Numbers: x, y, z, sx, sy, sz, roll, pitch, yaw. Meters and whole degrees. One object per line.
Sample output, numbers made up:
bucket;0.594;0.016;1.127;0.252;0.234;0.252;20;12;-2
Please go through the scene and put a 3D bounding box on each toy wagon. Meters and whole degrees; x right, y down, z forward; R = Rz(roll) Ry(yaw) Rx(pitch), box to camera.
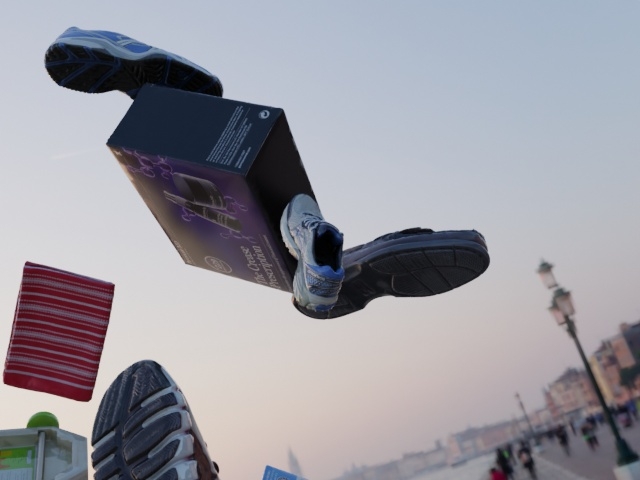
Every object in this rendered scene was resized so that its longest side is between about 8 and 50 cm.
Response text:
toy wagon;-0.545;0.362;1.315;0.344;0.068;0.267;-2;13;-16

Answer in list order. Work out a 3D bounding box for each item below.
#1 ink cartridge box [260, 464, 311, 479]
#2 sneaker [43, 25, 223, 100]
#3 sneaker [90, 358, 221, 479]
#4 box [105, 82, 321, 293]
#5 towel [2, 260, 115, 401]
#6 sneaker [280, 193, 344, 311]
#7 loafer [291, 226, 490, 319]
ink cartridge box;-0.006;0.472;1.220;0.233;0.168;0.171;19;13;0
sneaker;-0.217;-0.211;1.004;0.211;0.081;0.080;15;-53;-18
sneaker;-0.122;0.257;0.802;0.106;0.281;0.162;-32;-39;11
box;-0.112;-0.055;1.006;0.184;0.103;0.261;16;-27;24
towel;-0.549;0.195;1.741;0.199;0.275;0.031;14;13;-2
sneaker;0.000;0.000;0.793;0.052;0.135;0.058;7;-45;-25
loafer;0.090;0.026;1.159;0.302;0.095;0.109;-19;-47;31
